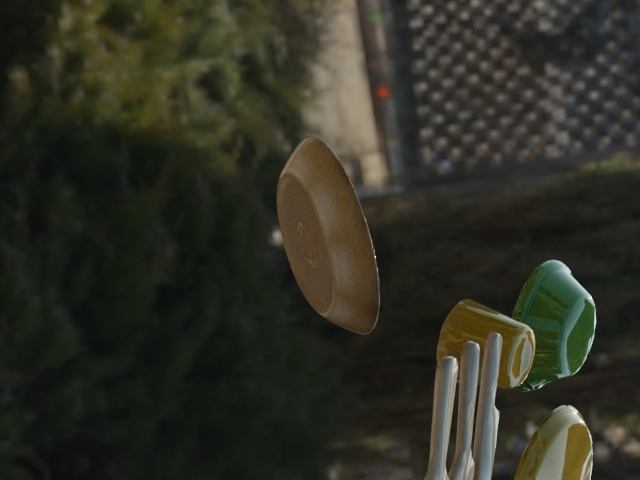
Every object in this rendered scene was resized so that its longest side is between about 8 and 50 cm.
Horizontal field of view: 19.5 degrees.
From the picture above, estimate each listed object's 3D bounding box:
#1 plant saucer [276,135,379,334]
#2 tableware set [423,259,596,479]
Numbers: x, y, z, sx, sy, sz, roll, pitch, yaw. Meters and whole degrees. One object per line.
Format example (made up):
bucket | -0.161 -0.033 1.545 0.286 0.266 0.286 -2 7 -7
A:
plant saucer | 0.000 0.000 0.748 0.083 0.015 0.083 163 -90 -73
tableware set | 0.042 0.085 0.507 0.104 0.024 0.154 -21 119 -54
